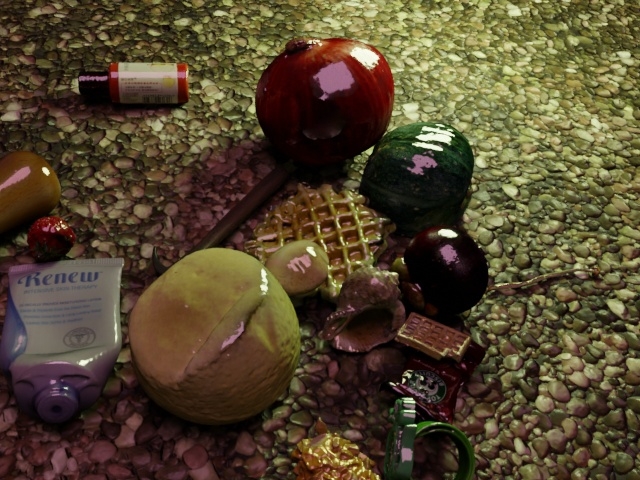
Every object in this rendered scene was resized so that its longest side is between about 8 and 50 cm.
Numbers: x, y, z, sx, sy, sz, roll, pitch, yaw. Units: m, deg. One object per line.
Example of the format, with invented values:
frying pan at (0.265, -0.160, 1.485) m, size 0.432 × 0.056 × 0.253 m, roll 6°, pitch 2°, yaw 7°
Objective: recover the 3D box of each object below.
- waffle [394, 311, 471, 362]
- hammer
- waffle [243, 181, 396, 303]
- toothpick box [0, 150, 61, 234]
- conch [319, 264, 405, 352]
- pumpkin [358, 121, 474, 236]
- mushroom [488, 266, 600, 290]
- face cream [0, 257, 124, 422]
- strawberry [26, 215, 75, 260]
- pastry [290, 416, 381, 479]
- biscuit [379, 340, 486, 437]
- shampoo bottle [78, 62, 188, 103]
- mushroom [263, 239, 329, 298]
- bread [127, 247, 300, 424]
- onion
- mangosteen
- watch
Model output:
waffle at (0.224, 0.195, 1.534) m, size 0.135 × 0.021 × 0.092 m, roll 23°, pitch 38°, yaw 20°
hammer at (-0.202, -0.035, 1.738) m, size 0.168 × 0.044 × 0.440 m, roll 21°, pitch 46°, yaw 23°
waffle at (0.000, 0.000, 1.725) m, size 0.297 × 0.073 × 0.317 m, roll 24°, pitch 56°, yaw 21°
toothpick box at (-0.693, -0.064, 1.611) m, size 0.192 × 0.192 × 0.294 m, roll 28°, pitch 45°, yaw 17°
conch at (0.092, 0.144, 1.564) m, size 0.155 × 0.130 × 0.207 m, roll 44°, pitch 73°, yaw 10°
pumpkin at (0.236, -0.174, 1.835) m, size 0.263 × 0.197 × 0.293 m, roll 21°, pitch 46°, yaw 15°
mushroom at (0.506, 0.086, 1.753) m, size 0.286 × 0.028 × 0.026 m, roll -7°, pitch 91°, yaw -13°
face cream at (-0.494, 0.173, 1.488) m, size 0.234 × 0.137 × 0.420 m, roll -6°, pitch 37°, yaw -11°
strawberry at (-0.568, -0.010, 1.634) m, size 0.106 × 0.106 × 0.106 m, roll 4°, pitch 47°, yaw -4°
pastry at (0.047, 0.425, 1.316) m, size 0.154 × 0.102 × 0.250 m, roll -12°, pitch 50°, yaw -20°
biscuit at (0.217, 0.264, 1.514) m, size 0.151 × 0.063 × 0.235 m, roll 25°, pitch 40°, yaw 15°
shampoo bottle at (-0.482, -0.406, 2.006) m, size 0.277 × 0.104 × 0.104 m, roll -2°, pitch 48°, yaw -10°
mushroom at (-0.048, 0.060, 1.572) m, size 0.148 × 0.148 × 0.112 m, roll -26°, pitch 99°, yaw -28°
bread at (-0.189, 0.180, 1.431) m, size 0.320 × 0.237 × 0.321 m, roll -5°, pitch 40°, yaw 4°
onion at (0.006, -0.324, 1.862) m, size 0.340 × 0.341 × 0.341 m, roll 4°, pitch 47°, yaw -4°
mangosteen at (0.236, 0.077, 1.621) m, size 0.230 × 0.194 × 0.194 m, roll -31°, pitch 55°, yaw -2°
watch at (0.193, 0.366, 1.356) m, size 0.151 × 0.131 × 0.166 m, roll 12°, pitch 76°, yaw -3°
